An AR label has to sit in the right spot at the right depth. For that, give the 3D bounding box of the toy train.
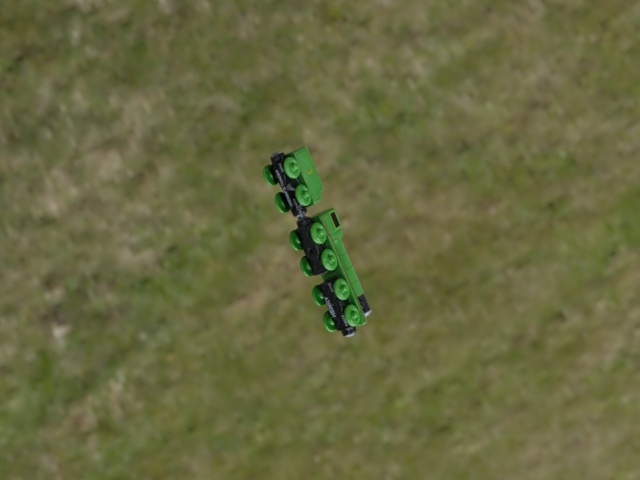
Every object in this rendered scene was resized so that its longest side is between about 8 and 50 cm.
[{"bbox_3d":[0.000,0.000,0.836,0.017,0.083,0.024,-18,-172,38],"label":"toy train"}]
